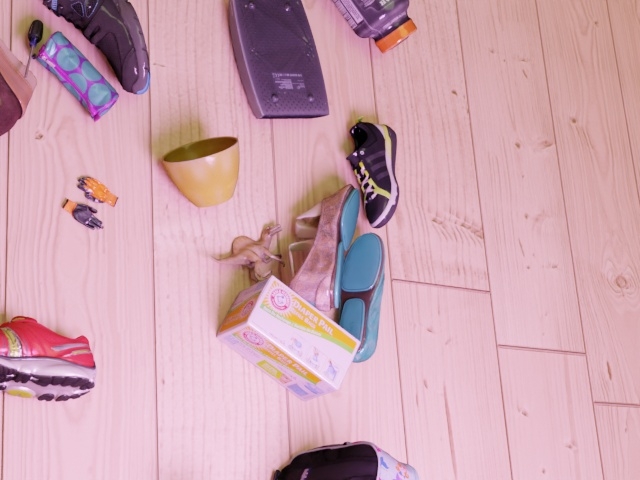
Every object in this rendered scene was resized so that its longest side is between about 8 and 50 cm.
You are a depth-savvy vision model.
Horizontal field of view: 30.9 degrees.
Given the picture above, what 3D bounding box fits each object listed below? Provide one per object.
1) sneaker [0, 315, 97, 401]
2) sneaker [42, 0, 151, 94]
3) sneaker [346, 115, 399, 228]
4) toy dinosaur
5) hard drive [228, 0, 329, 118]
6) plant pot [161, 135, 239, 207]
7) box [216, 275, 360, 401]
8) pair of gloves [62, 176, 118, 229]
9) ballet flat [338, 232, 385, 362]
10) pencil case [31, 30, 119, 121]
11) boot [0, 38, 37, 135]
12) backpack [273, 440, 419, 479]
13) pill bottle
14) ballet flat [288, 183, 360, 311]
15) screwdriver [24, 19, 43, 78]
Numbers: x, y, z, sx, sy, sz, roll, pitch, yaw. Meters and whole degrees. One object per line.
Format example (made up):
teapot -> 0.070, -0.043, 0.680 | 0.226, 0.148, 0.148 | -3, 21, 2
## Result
sneaker -> -0.466, 0.162, 1.709 | 0.279, 0.107, 0.118 | 17, 45, -33
sneaker -> -0.394, -0.395, 1.966 | 0.140, 0.125, 0.340 | -24, 90, -11
sneaker -> 0.088, -0.129, 2.209 | 0.097, 0.084, 0.234 | 16, 55, -25
toy dinosaur -> -0.123, 0.032, 2.021 | 0.092, 0.053, 0.183 | 50, 43, 10
hard drive -> -0.085, -0.345, 2.180 | 0.172, 0.054, 0.254 | -6, 76, -37
plant pot -> -0.195, -0.112, 1.980 | 0.134, 0.134, 0.095 | -29, 115, -39
box -> -0.054, 0.168, 1.966 | 0.203, 0.114, 0.103 | 38, 56, -16
pair of gloves -> -0.375, -0.061, 1.895 | 0.074, 0.010, 0.083 | 36, 57, -19
ballet flat -> 0.076, 0.110, 2.111 | 0.087, 0.083, 0.247 | 52, 43, -56
pencil case -> -0.404, -0.271, 1.921 | 0.151, 0.064, 0.070 | 46, 37, -11
boot -> -0.571, -0.252, 1.779 | 0.248, 0.090, 0.206 | 42, 52, -19
backpack -> 0.047, 0.440, 1.843 | 0.191, 0.253, 0.225 | 33, 56, -21
pill bottle -> 0.091, -0.495, 2.313 | 0.130, 0.130, 0.245 | -41, 98, -38
ballet flat -> 0.000, 0.000, 2.065 | 0.106, 0.107, 0.316 | 3, 37, 9
screwdriver -> -0.471, -0.307, 1.877 | 0.170, 0.025, 0.024 | -89, 168, -48
